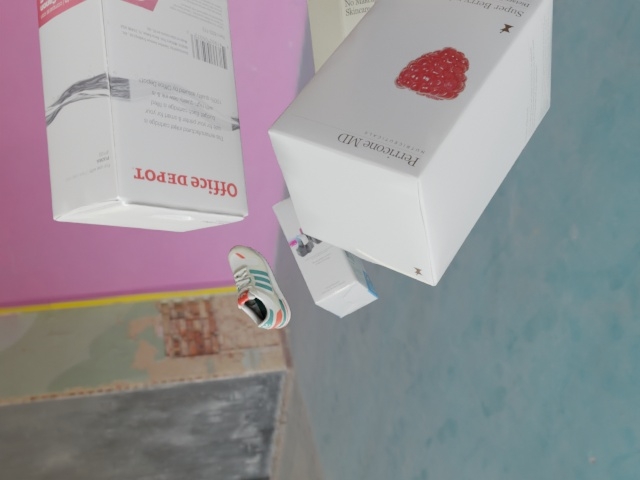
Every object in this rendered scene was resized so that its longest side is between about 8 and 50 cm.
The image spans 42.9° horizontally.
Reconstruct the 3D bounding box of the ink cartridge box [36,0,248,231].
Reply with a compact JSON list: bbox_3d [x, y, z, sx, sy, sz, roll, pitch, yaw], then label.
[{"bbox_3d":[-0.200,-0.159,0.925,0.117,0.207,0.283,-12,80,34],"label":"ink cartridge box"}]

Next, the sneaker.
[{"bbox_3d":[-0.112,0.076,1.333,0.057,0.075,0.161,-39,74,25],"label":"sneaker"}]

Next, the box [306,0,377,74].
[{"bbox_3d":[0.055,-0.336,1.491,0.094,0.113,0.275,17,122,47],"label":"box"}]

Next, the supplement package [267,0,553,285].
[{"bbox_3d":[0.110,-0.134,0.882,0.177,0.293,0.175,22,151,27],"label":"supplement package"}]

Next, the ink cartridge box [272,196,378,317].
[{"bbox_3d":[0.000,0.000,1.049,0.181,0.061,0.104,66,-170,22],"label":"ink cartridge box"}]
